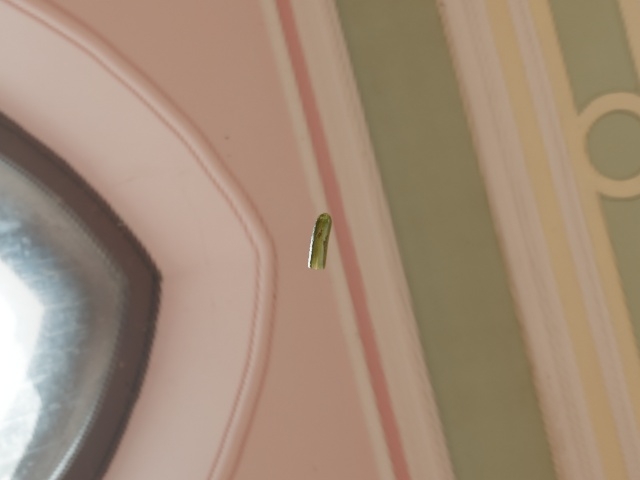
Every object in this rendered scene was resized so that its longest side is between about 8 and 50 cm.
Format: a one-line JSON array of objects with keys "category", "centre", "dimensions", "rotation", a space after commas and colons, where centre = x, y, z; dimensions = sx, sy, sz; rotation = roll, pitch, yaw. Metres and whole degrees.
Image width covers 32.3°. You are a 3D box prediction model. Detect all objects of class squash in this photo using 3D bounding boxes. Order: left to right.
[{"category": "squash", "centre": [0.000, 0.000, 1.626], "dimensions": [0.027, 0.027, 0.083], "rotation": [15, -77, 34]}]
